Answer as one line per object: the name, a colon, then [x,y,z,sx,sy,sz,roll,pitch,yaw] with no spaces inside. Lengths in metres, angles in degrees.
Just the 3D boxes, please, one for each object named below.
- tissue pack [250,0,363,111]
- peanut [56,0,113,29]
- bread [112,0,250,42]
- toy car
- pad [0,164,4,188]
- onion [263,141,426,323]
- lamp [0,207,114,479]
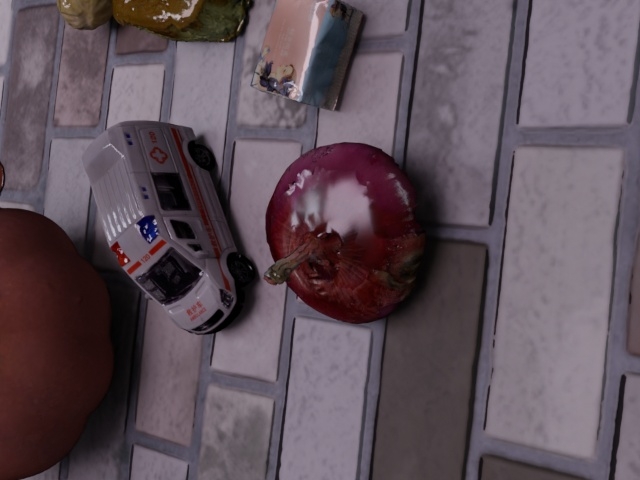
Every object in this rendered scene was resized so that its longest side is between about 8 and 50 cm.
tissue pack: [-0.011,-0.167,0.812,0.074,0.058,0.094,23,100,40]
peanut: [-0.232,-0.309,0.994,0.080,0.080,0.175,19,96,38]
bread: [-0.133,-0.261,0.913,0.140,0.069,0.128,13,93,38]
toy car: [-0.145,-0.012,0.873,0.089,0.108,0.210,-35,66,32]
pad: [-0.504,-0.081,1.236,0.267,0.004,0.181,40,110,35]
onion: [0.000,0.000,0.735,0.150,0.140,0.150,15,112,41]
lamp: [-0.361,0.105,0.927,0.305,0.239,0.305,-2,81,12]
